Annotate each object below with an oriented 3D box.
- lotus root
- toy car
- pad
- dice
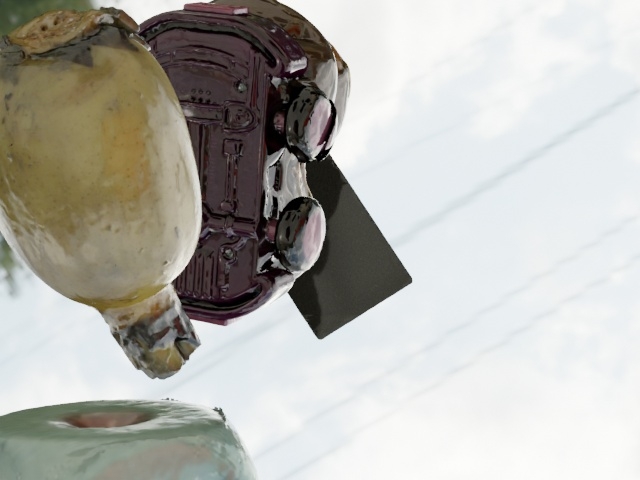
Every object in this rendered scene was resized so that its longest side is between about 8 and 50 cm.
[{"bbox_3d":[-0.179,-0.031,1.406,0.182,0.310,0.183,-16,-161,6],"label":"lotus root"},{"bbox_3d":[-0.090,-0.094,1.846,0.271,0.341,0.240,10,-168,22],"label":"toy car"},{"bbox_3d":[0.000,0.000,2.137,0.143,0.211,0.003,-32,173,-5],"label":"pad"},{"bbox_3d":[-0.228,0.317,1.844,0.268,0.263,0.264,-3,-176,-32],"label":"dice"}]
